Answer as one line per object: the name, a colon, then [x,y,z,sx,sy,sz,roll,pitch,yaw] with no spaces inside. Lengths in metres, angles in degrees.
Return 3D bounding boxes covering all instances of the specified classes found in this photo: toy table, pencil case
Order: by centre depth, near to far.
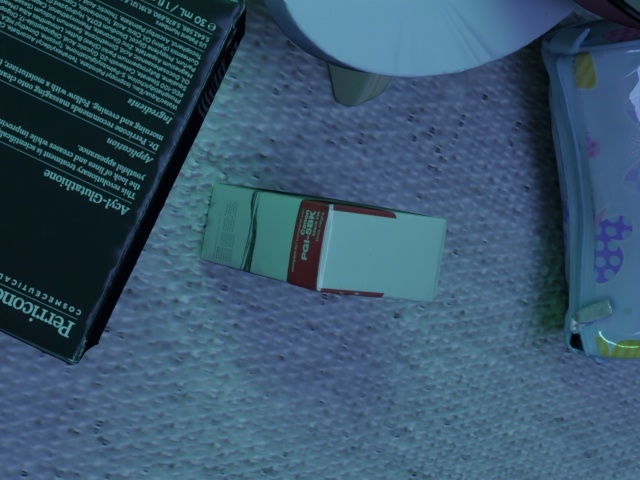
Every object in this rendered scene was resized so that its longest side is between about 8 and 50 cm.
toy table: [0.044,-0.200,0.846,0.274,0.161,0.252,-13,108,-33]
pencil case: [0.239,-0.040,1.058,0.124,0.113,0.273,-11,109,-14]

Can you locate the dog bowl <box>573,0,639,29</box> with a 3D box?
dog bowl: [0.231,-0.299,0.774,0.408,0.150,0.408,2,87,-41]

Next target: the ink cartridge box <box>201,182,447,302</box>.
ink cartridge box: [0.000,0.000,0.875,0.099,0.135,0.056,7,94,-38]

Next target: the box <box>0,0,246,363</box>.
box: [-0.190,-0.081,0.635,0.261,0.103,0.184,26,88,-4]
